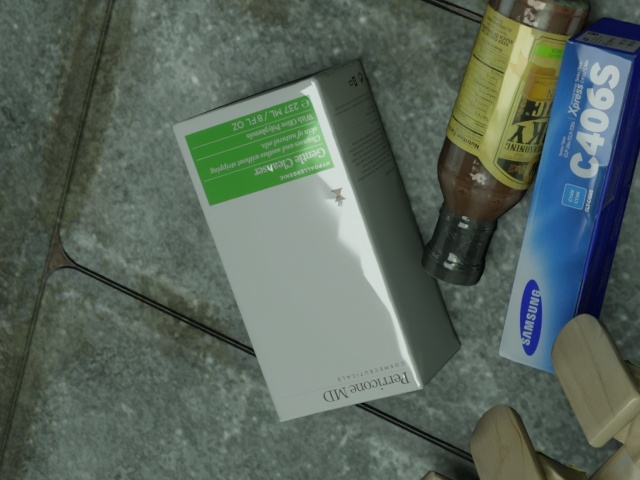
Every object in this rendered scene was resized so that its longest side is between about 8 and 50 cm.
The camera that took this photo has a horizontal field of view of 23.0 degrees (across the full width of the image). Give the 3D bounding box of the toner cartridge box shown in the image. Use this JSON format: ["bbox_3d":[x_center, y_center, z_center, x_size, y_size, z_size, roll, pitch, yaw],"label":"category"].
[{"bbox_3d":[0.276,-0.049,1.654,0.075,0.165,0.348,17,111,20],"label":"toner cartridge box"}]

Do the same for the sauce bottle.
[{"bbox_3d":[0.192,-0.116,1.705,0.111,0.111,0.344,23,115,16],"label":"sauce bottle"}]

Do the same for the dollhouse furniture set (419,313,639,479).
[{"bbox_3d":[0.294,0.276,1.682,0.362,0.256,0.394,28,115,-28],"label":"dollhouse furniture set"}]

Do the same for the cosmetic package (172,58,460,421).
[{"bbox_3d":[0.000,0.000,1.799,0.196,0.155,0.366,-18,97,25],"label":"cosmetic package"}]
